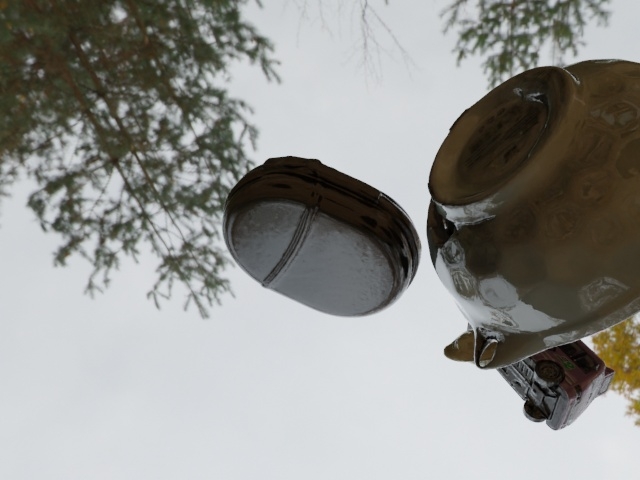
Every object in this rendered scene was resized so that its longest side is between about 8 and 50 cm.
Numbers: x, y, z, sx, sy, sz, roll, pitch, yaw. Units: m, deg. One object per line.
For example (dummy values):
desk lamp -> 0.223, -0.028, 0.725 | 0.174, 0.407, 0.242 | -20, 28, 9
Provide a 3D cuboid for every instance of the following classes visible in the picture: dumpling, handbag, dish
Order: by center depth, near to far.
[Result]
dish -> 0.182, -0.053, 0.506 | 0.303, 0.120, 0.303 | -43, -156, 24
dumpling -> 0.184, 0.126, 0.676 | 0.077, 0.043, 0.059 | 15, -161, 8
handbag -> 0.000, 0.001, 0.881 | 0.308, 0.254, 0.093 | 25, -134, -3

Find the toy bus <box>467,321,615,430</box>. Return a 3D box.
toy bus -> 0.294, 0.154, 0.811 | 0.108, 0.096, 0.199 | -18, -139, -18
